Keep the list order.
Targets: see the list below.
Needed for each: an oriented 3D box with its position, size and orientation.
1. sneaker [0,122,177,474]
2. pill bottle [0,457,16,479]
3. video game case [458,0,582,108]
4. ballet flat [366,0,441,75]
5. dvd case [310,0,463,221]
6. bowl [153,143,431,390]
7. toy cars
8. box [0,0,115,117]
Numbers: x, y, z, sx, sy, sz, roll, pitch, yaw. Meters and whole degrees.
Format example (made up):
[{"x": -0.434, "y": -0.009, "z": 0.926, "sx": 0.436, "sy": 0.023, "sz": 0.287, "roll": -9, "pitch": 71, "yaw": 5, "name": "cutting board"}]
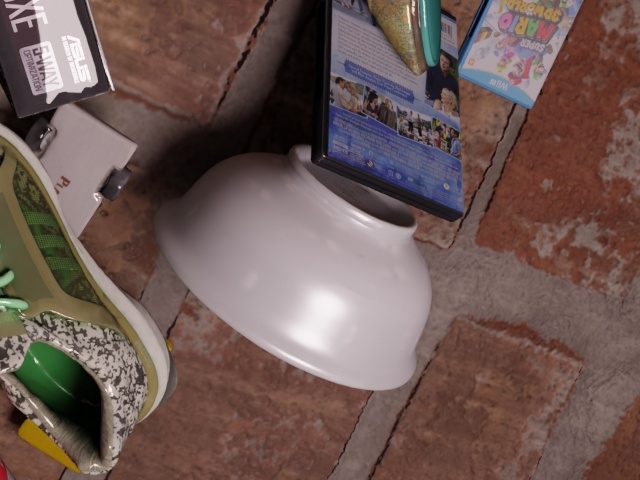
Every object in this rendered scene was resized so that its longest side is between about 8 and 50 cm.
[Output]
[{"x": -0.274, "y": 0.041, "z": 1.011, "sx": 0.158, "sy": 0.182, "sz": 0.410, "roll": -37, "pitch": 111, "yaw": 10, "name": "sneaker"}, {"x": -0.432, "y": 0.181, "z": 1.036, "sx": 0.229, "sy": 0.229, "sz": 0.407, "roll": -31, "pitch": 123, "yaw": -13, "name": "pill bottle"}, {"x": 0.229, "y": -0.245, "z": 1.337, "sx": 0.119, "sy": 0.015, "sz": 0.166, "roll": 19, "pitch": 101, "yaw": -32, "name": "video game case"}, {"x": 0.063, "y": -0.339, "z": 1.157, "sx": 0.123, "sy": 0.123, "sz": 0.348, "roll": -8, "pitch": 108, "yaw": -24, "name": "ballet flat"}, {"x": 0.069, "y": -0.157, "z": 1.190, "sx": 0.180, "sy": 0.022, "sz": 0.253, "roll": 21, "pitch": 57, "yaw": -31, "name": "dvd case"}, {"x": 0.000, "y": 0.000, "z": 1.141, "sx": 0.298, "sy": 0.298, "sz": 0.134, "roll": 22, "pitch": 112, "yaw": -32, "name": "bowl"}, {"x": -0.236, "y": 0.044, "z": 1.172, "sx": 0.177, "sy": 0.087, "sz": 0.393, "roll": -4, "pitch": 112, "yaw": 7, "name": "toy cars"}, {"x": -0.257, "y": -0.255, "z": 0.914, "sx": 0.077, "sy": 0.307, "sz": 0.242, "roll": -19, "pitch": 117, "yaw": -15, "name": "box"}]
